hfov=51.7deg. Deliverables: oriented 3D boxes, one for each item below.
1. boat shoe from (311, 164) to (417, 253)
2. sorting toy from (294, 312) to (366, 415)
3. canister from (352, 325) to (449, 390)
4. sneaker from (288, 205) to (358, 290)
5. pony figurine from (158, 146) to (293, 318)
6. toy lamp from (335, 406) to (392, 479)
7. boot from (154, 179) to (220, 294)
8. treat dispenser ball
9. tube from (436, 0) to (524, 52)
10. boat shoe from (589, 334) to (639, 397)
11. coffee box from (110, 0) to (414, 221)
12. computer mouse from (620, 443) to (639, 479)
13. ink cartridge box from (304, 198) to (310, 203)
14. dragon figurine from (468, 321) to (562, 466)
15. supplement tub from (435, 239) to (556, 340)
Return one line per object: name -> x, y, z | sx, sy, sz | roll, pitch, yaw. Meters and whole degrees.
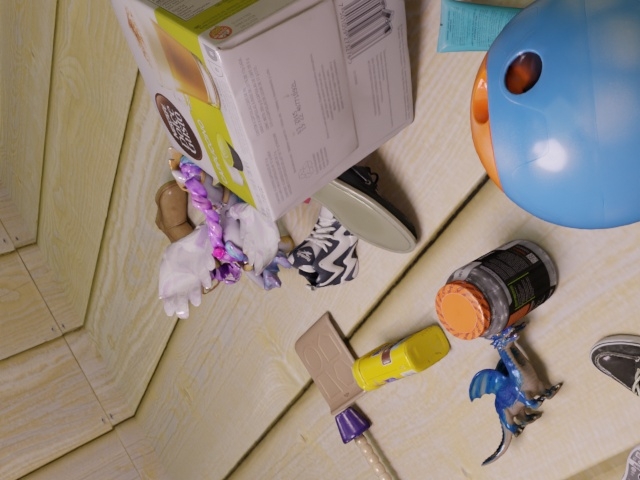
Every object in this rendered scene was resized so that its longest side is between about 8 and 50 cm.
boat shoe -> 0.053, -0.105, 1.268 | 0.340, 0.113, 0.127 | 31, 149, 2
sorting toy -> 0.027, 0.298, 1.594 | 0.208, 0.038, 0.193 | 61, 143, 17
canister -> 0.161, 0.235, 1.321 | 0.170, 0.126, 0.073 | -35, 80, 50
sneaker -> 0.000, 0.000, 1.374 | 0.094, 0.153, 0.235 | 27, 127, 39
pony figurine -> -0.196, -0.016, 1.442 | 0.302, 0.363, 0.351 | -25, 61, 17
toy lamp -> 0.127, 0.518, 1.546 | 0.275, 0.080, 0.080 | 57, 142, 12
boot -> -0.367, -0.012, 1.884 | 0.269, 0.089, 0.236 | 53, 151, 19
treat dispenser ball -> 0.325, -0.157, 0.784 | 0.288, 0.288, 0.288 | 26, 127, 41
tube -> 0.261, -0.305, 0.953 | 0.207, 0.052, 0.080 | 17, 112, 34
boat shoe -> 0.484, 0.195, 0.946 | 0.219, 0.070, 0.078 | 12, 117, 48
coffee box -> -0.088, -0.306, 1.100 | 0.334, 0.338, 0.338 | 36, 154, 35
computer mouse -> 0.511, 0.385, 1.036 | 0.106, 0.042, 0.193 | 38, 140, 40
ink cartridge box -> -0.124, -0.168, 1.368 | 0.158, 0.217, 0.092 | 37, 107, 43
dragon figurine -> 0.322, 0.262, 1.167 | 0.144, 0.085, 0.289 | 42, 135, 30
supplement tub -> 0.275, 0.079, 1.044 | 0.117, 0.190, 0.117 | 26, 126, 42
